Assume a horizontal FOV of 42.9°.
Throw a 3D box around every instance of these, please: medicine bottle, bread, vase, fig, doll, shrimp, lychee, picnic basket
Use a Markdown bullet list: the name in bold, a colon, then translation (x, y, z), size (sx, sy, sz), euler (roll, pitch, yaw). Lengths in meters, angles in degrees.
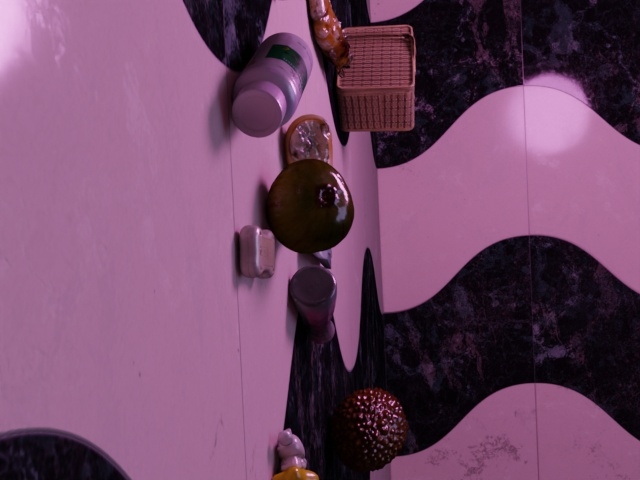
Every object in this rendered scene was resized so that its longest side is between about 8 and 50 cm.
- **medicine bottle**: translation (-0.070, -0.224, 1.170), size (0.260, 0.095, 0.095), euler (-74, 160, -61)
- **bread**: translation (-0.018, -0.165, 1.526), size (0.177, 0.084, 0.119), euler (29, 61, -81)
- **vase**: translation (-0.007, 0.132, 1.560), size (0.214, 0.086, 0.086), euler (82, 9, -60)
- **fig**: translation (-0.038, -0.036, 1.373), size (0.259, 0.152, 0.151), euler (142, -49, -66)
- **doll**: translation (-0.043, 0.351, 1.303), size (0.113, 0.072, 0.135), euler (-94, 172, -59)
- **shrimp**: translation (0.022, -0.550, 1.991), size (0.365, 0.071, 0.233), euler (43, 39, -71)
- **lychee**: translation (0.114, 0.437, 1.910), size (0.238, 0.200, 0.200), euler (-51, 140, -54)
- **picnic basket**: translation (0.161, -0.482, 2.355), size (0.175, 0.228, 0.312), euler (82, 11, -49)

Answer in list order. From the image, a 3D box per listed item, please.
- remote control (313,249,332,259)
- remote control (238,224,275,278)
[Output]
- **remote control**: translation (0.001, 0.000, 1.733), size (0.293, 0.051, 0.103), euler (53, 36, -82)
- **remote control**: translation (-0.090, 0.018, 1.161), size (0.122, 0.032, 0.074), euler (27, 61, -80)
